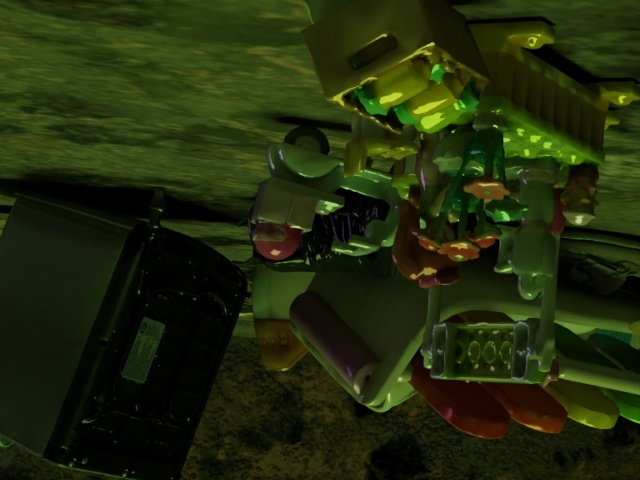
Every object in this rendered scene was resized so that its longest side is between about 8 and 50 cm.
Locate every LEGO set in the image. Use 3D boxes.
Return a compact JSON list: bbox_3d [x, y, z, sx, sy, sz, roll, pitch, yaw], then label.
[{"bbox_3d":[0.046,-0.005,0.563,0.132,0.107,0.287,6,174,-5],"label":"LEGO set"}]

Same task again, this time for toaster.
[{"bbox_3d":[-0.138,0.060,1.032,0.110,0.186,0.168,18,175,25],"label":"toaster"}]

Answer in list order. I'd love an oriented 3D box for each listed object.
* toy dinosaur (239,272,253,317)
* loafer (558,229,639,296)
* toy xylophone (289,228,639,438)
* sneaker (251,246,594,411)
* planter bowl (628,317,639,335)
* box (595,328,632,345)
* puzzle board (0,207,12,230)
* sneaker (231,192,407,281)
[{"bbox_3d":[-0.053,0.053,1.454,0.092,0.053,0.183,8,173,-36],"label":"toy dinosaur"},{"bbox_3d":[0.189,0.019,0.982,0.125,0.039,0.045,8,173,-26],"label":"loafer"},{"bbox_3d":[0.149,0.071,0.984,0.322,0.081,0.236,12,-162,-24],"label":"toy xylophone"},{"bbox_3d":[0.079,0.066,1.143,0.290,0.123,0.106,7,172,-24],"label":"sneaker"},{"bbox_3d":[0.206,-0.008,0.476,0.217,0.090,0.217,5,174,1],"label":"planter bowl"},{"bbox_3d":[0.381,0.100,1.471,0.244,0.060,0.100,4,174,12],"label":"box"},{"bbox_3d":[-0.195,-0.013,1.162,0.128,0.011,0.096,4,175,16],"label":"puzzle board"},{"bbox_3d":[0.000,-0.003,0.889,0.089,0.051,0.170,1,178,-7],"label":"sneaker"}]
